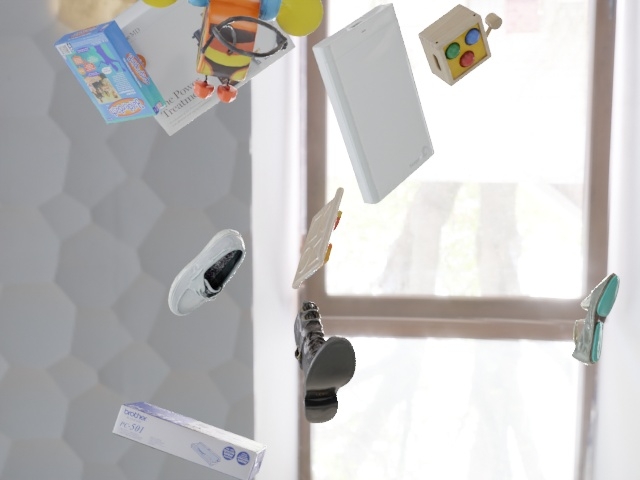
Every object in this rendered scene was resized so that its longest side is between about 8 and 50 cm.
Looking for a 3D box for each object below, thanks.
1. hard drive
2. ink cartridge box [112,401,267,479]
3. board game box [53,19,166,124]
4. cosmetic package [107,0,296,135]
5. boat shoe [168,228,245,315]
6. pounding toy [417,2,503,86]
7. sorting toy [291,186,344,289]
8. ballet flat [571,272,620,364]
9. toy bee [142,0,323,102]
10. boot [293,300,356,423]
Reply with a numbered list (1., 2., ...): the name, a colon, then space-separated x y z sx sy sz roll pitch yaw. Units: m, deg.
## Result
1. hard drive: 0.106 -0.249 1.443 0.040 0.307 0.203 9 -141 44
2. ink cartridge box: -0.187 0.290 1.150 0.207 0.046 0.097 17 173 7
3. board game box: -0.449 -0.355 1.692 0.160 0.210 0.047 -3 -139 33
4. cosmetic package: -0.289 -0.464 1.836 0.377 0.284 0.097 -35 -143 3
5. boat shoe: -0.237 0.080 1.642 0.079 0.227 0.081 29 -162 -36
6. pounding toy: 0.359 -0.461 1.861 0.206 0.181 0.094 -37 -133 -4
7. sorting toy: 0.000 0.000 1.788 0.038 0.192 0.208 22 153 -9
8. ballet flat: 0.606 0.170 1.763 0.068 0.213 0.072 13 177 45
9. toy bee: -0.109 -0.239 0.841 0.195 0.162 0.298 24 -134 -1
10. boot: -0.010 0.209 1.566 0.091 0.262 0.228 2 -136 -15
